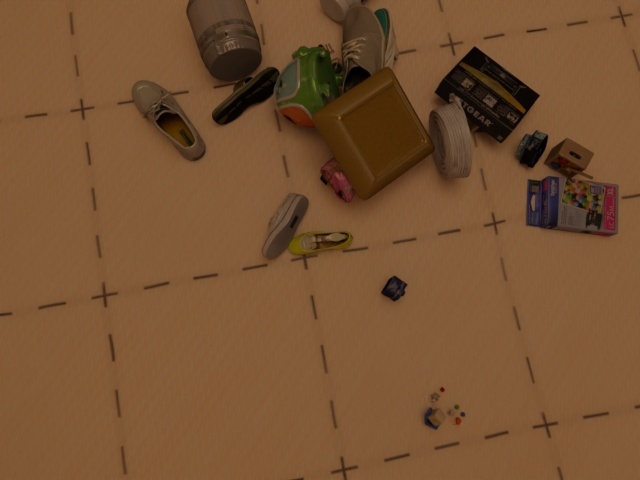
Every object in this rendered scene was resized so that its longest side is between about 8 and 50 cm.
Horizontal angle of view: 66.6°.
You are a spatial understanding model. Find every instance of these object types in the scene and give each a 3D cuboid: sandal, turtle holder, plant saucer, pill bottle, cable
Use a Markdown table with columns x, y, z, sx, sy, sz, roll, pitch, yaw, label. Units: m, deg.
| x | y | z | sx | sy | sz | roll | pitch | yaw | label |
| --- | --- | --- | --- | --- | --- | --- | --- | --- | --- |
| -0.279 | -0.543 | 1.778 | 0.302 | 0.120 | 0.086 | -36 | 69 | -6 | sandal |
| -0.047 | -0.553 | 1.719 | 0.227 | 0.243 | 0.321 | -11 | 92 | 24 | turtle holder |
| 0.194 | -0.352 | 1.588 | 0.332 | 0.081 | 0.333 | -36 | 103 | -12 | plant saucer |
| 0.123 | -0.967 | 1.837 | 0.153 | 0.153 | 0.265 | 38 | 81 | 5 | pill bottle |
| 0.447 | -0.338 | 1.680 | 0.089 | 0.257 | 0.257 | -12 | 56 | 1 | cable |

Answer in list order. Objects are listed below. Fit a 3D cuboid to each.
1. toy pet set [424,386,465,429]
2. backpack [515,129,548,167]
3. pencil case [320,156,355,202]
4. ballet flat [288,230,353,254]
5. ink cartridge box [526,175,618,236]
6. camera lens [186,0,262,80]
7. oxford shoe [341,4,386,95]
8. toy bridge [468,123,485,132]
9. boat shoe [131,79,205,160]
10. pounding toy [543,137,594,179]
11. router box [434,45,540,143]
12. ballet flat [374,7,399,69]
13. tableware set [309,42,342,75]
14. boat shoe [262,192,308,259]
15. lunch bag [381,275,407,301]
| x | y | z | sx | sy | sz | roll | pitch | yaw | label |
| --- | --- | --- | --- | --- | --- | --- | --- | --- | --- |
| 0.402 | 0.578 | 1.630 | 0.122 | 0.065 | 0.114 | 51 | 48 | 4 | toy pet set |
| 0.767 | -0.341 | 1.767 | 0.084 | 0.105 | 0.114 | 33 | 71 | 25 | backpack |
| 0.179 | -0.309 | 1.715 | 0.386 | 0.167 | 0.160 | -43 | 105 | -8 | pencil case |
| 0.000 | 0.000 | 1.702 | 0.230 | 0.077 | 0.077 | -7 | 81 | -2 | ballet flat |
| 0.906 | -0.126 | 1.754 | 0.310 | 0.065 | 0.186 | 7 | 80 | 2 | ink cartridge box |
| -0.345 | -0.751 | 1.756 | 0.219 | 0.219 | 0.275 | -19 | 81 | -4 | camera lens |
| 0.137 | -0.643 | 1.709 | 0.169 | 0.130 | 0.450 | -15 | 71 | 38 | oxford shoe |
| 0.568 | -0.419 | 1.793 | 0.188 | 0.063 | 0.026 | 7 | 81 | -10 | toy bridge |
| -0.556 | -0.448 | 1.729 | 0.135 | 0.156 | 0.367 | -37 | 83 | -7 | boat shoe |
| 0.898 | -0.277 | 1.743 | 0.141 | 0.130 | 0.100 | 32 | 81 | 4 | pounding toy |
| 0.608 | -0.533 | 1.772 | 0.308 | 0.081 | 0.243 | 40 | 63 | 6 | router box |
| 0.228 | -0.646 | 1.807 | 0.139 | 0.139 | 0.401 | 6 | 84 | 0 | ballet flat |
| 0.021 | -0.677 | 1.850 | 0.103 | 0.024 | 0.154 | -24 | 82 | -5 | tableware set |
| -0.137 | -0.053 | 1.712 | 0.084 | 0.095 | 0.258 | 22 | 71 | 34 | boat shoe |
| 0.257 | 0.166 | 1.668 | 0.065 | 0.098 | 0.067 | 32 | 76 | 2 | lunch bag |
